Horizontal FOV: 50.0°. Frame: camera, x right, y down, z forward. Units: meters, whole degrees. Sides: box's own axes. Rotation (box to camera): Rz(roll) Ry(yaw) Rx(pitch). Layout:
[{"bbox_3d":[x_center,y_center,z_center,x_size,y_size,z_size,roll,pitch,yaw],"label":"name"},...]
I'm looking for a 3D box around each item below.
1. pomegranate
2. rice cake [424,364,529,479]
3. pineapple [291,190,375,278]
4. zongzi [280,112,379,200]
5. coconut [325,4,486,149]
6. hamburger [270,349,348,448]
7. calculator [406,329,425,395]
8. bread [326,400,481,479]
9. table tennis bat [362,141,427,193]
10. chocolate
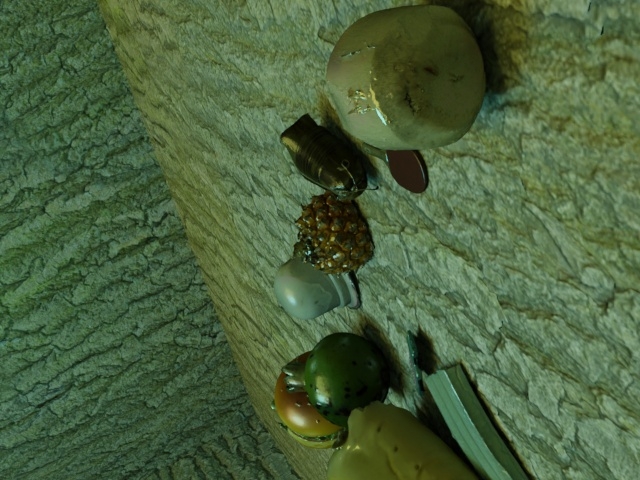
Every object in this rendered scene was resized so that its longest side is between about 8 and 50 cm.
[{"bbox_3d":[0.032,0.300,1.484,0.248,0.202,0.202,-6,116,28],"label":"pomegranate"},{"bbox_3d":[0.264,0.327,1.180,0.237,0.043,0.127,60,163,14],"label":"rice cake"},{"bbox_3d":[0.001,0.000,1.294,0.161,0.137,0.176,39,149,50],"label":"pineapple"},{"bbox_3d":[0.025,-0.107,1.203,0.187,0.084,0.184,47,170,29],"label":"zongzi"},{"bbox_3d":[0.087,-0.179,0.776,0.183,0.171,0.170,14,129,56],"label":"coconut"},{"bbox_3d":[-0.006,0.367,1.647,0.246,0.246,0.170,49,167,37],"label":"hamburger"},{"bbox_3d":[0.175,0.226,1.274,0.094,0.019,0.141,-99,-3,-46],"label":"calculator"},{"bbox_3d":[0.187,0.544,1.304,0.394,0.250,0.361,41,160,49],"label":"bread"},{"bbox_3d":[0.111,-0.121,1.036,0.156,0.013,0.087,35,149,52],"label":"table tennis bat"},{"bbox_3d":[-0.029,0.090,1.489,0.221,0.147,0.221,57,163,27],"label":"chocolate"}]
